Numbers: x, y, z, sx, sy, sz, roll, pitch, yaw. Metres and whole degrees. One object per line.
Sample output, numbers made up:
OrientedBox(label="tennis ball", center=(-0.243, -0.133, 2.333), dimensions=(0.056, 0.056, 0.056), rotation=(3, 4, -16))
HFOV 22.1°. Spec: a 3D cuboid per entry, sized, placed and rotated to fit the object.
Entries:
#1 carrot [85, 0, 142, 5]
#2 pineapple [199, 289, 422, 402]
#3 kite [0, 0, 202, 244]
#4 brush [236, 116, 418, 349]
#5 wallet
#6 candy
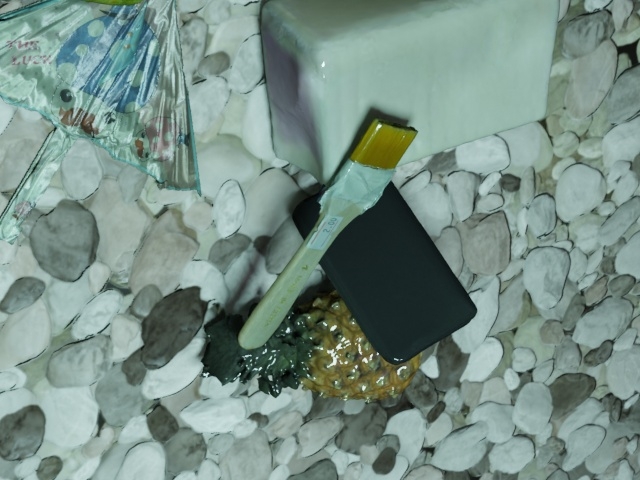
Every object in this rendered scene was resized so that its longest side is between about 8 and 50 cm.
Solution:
OrientedBox(label="carrot", center=(-0.333, -0.288, 1.655), dimensions=(0.359, 0.074, 0.074), rotation=(2, 112, -32))
OrientedBox(label="pineapple", center=(-0.019, 0.127, 2.052), dimensions=(0.279, 0.158, 0.157), rotation=(2, 112, -23))
OrientedBox(label="kite", center=(-0.256, -0.152, 1.811), dimensions=(0.406, 0.014, 0.368), rotation=(28, 95, -40))
OrientedBox(label="brush", center=(0.000, 0.000, 1.905), dimensions=(0.085, 0.020, 0.336), rotation=(10, 121, -46))
OrientedBox(label="wallet", center=(0.074, 0.024, 2.019), dimensions=(0.149, 0.044, 0.250), rotation=(-32, 83, -24))
OrientedBox(label="candy", center=(0.111, -0.211, 1.950), dimensions=(0.359, 0.145, 0.208), rotation=(-18, 122, -26))
